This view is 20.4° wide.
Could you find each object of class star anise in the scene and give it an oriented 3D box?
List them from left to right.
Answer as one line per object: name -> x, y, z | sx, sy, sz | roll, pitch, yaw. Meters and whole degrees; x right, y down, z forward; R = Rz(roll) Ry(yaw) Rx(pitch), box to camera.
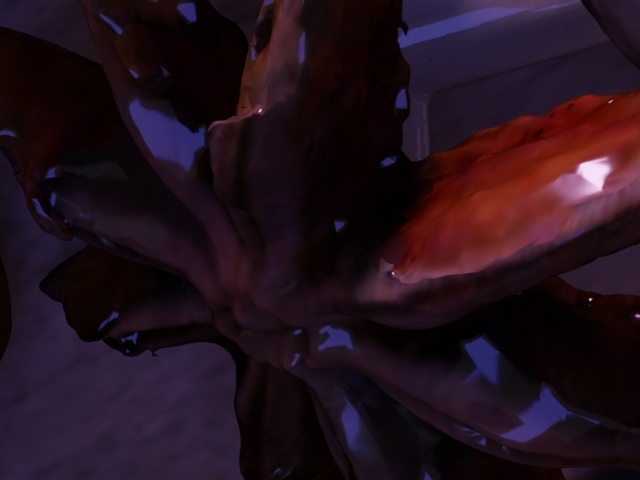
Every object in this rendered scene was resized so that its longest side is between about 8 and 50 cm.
star anise -> -0.001, -0.001, 0.510 | 0.288, 0.288, 0.088 | 39, 56, -9

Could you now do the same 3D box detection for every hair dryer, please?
hair dryer -> 0.044, -0.002, 0.607 | 0.155, 0.044, 0.183 | -16, 107, 5

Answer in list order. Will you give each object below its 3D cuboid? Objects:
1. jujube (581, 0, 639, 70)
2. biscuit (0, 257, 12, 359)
jujube -> 0.145, -0.178, 0.463 | 0.246, 0.215, 0.308 | 3, 73, -20
biscuit -> -0.262, 0.000, 0.522 | 0.359, 0.046, 0.359 | -2, 96, -23
